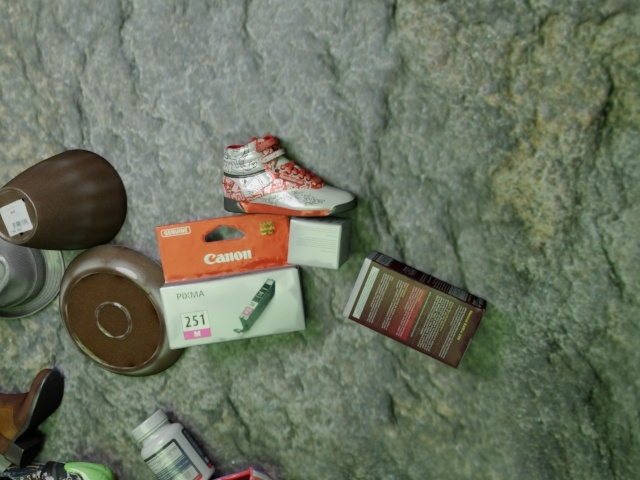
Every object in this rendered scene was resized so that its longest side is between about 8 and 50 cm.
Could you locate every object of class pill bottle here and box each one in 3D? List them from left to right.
[{"bbox_3d":[-0.320,0.456,1.599,0.108,0.108,0.180,-38,89,19],"label":"pill bottle"}]

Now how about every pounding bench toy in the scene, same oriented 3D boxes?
[{"bbox_3d":[-0.290,0.052,1.530,0.083,0.065,0.052,-28,93,19],"label":"pounding bench toy"}]

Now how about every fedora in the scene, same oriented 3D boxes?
[{"bbox_3d":[-0.713,0.065,1.621,0.275,0.124,0.244,-11,98,17],"label":"fedora"}]

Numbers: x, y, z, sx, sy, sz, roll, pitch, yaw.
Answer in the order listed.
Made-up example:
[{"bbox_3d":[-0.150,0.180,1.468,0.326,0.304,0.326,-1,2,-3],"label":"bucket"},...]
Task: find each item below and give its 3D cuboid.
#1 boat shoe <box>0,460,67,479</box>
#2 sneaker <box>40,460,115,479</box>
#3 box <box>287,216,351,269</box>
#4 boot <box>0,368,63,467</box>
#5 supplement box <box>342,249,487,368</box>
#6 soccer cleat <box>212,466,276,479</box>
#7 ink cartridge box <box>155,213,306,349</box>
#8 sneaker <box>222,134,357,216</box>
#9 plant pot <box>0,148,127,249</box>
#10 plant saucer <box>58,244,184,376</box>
[{"bbox_3d":[-0.656,0.556,1.725,0.183,0.083,0.065,2,102,15],"label":"boat shoe"},{"bbox_3d":[-0.625,0.698,1.682,0.202,0.185,0.483,23,97,-9],"label":"sneaker"},{"bbox_3d":[0.000,0.000,1.420,0.101,0.102,0.087,7,101,13],"label":"box"},{"bbox_3d":[-0.744,0.349,1.725,0.280,0.096,0.264,31,115,16],"label":"boot"},{"bbox_3d":[0.178,0.128,1.411,0.239,0.073,0.130,25,107,11],"label":"supplement box"},{"bbox_3d":[-0.242,0.560,1.572,0.318,0.109,0.116,-23,130,11],"label":"soccer cleat"},{"bbox_3d":[-0.178,0.075,1.468,0.274,0.060,0.239,-8,100,-1],"label":"ink cartridge box"},{"bbox_3d":[-0.064,-0.125,1.419,0.269,0.090,0.145,3,104,18],"label":"sneaker"},{"bbox_3d":[-0.540,-0.066,1.490,0.215,0.230,0.216,3,102,14],"label":"plant pot"},{"bbox_3d":[-0.429,0.162,1.578,0.310,0.050,0.311,6,112,16],"label":"plant saucer"}]
